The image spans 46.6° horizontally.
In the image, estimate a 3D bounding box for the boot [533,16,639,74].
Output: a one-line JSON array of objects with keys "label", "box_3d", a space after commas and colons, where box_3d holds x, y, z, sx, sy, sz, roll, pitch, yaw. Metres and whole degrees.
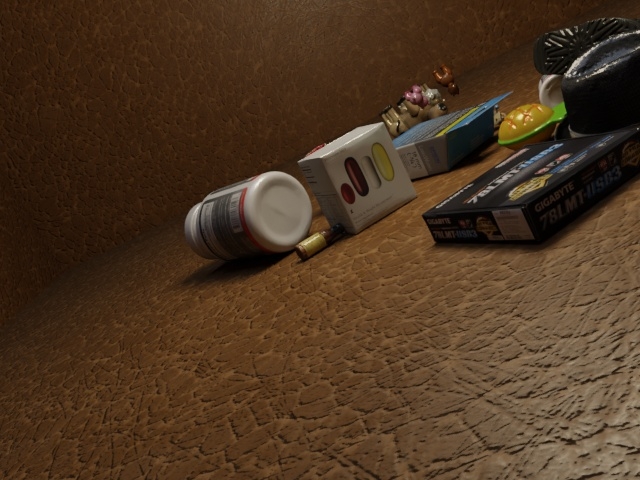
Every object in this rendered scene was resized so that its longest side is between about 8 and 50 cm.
[{"label": "boot", "box_3d": [0.694, -0.444, 1.705, 0.260, 0.131, 0.348, -8, 18, -23]}]

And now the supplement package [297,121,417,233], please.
[{"label": "supplement package", "box_3d": [0.090, -0.151, 1.814, 0.194, 0.203, 0.149, -32, 13, -18]}]

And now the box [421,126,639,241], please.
[{"label": "box", "box_3d": [0.376, -0.094, 1.326, 0.295, 0.073, 0.293, -31, 14, -21]}]

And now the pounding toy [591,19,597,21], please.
[{"label": "pounding toy", "box_3d": [0.741, -0.529, 2.064, 0.183, 0.110, 0.237, -55, 10, -4]}]

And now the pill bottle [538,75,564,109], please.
[{"label": "pill bottle", "box_3d": [0.618, -0.391, 1.914, 0.107, 0.108, 0.180, -22, 14, 22]}]

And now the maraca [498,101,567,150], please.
[{"label": "maraca", "box_3d": [0.489, -0.265, 1.688, 0.185, 0.099, 0.127, -23, 23, 30]}]

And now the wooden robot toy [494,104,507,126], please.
[{"label": "wooden robot toy", "box_3d": [0.492, -0.334, 2.098, 0.079, 0.076, 0.173, 6, 3, -19]}]

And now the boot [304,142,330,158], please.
[{"label": "boot", "box_3d": [0.071, -0.210, 2.135, 0.236, 0.179, 0.085, -37, 16, -33]}]

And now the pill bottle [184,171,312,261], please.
[{"label": "pill bottle", "box_3d": [-0.206, -0.053, 2.007, 0.210, 0.210, 0.362, -37, 16, -36]}]

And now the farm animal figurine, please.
[{"label": "farm animal figurine", "box_3d": [0.338, -0.428, 2.535, 0.330, 0.172, 0.327, -39, 3, -14]}]

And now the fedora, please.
[{"label": "fedora", "box_3d": [0.585, -0.299, 1.408, 0.334, 0.153, 0.334, -29, 24, 15]}]

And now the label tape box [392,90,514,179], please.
[{"label": "label tape box", "box_3d": [0.342, -0.267, 1.985, 0.240, 0.106, 0.333, -36, 16, -37]}]

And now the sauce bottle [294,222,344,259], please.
[{"label": "sauce bottle", "box_3d": [0.000, 0.000, 1.769, 0.128, 0.042, 0.042, -30, 13, -19]}]
